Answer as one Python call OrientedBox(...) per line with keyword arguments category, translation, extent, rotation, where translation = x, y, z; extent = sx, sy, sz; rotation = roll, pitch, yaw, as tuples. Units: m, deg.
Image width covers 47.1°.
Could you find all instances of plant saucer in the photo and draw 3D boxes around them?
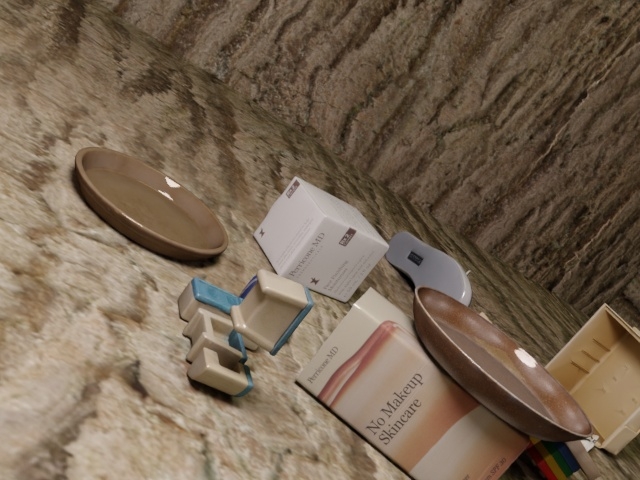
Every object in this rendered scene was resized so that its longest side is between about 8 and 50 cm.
OrientedBox(category="plant saucer", translation=(-0.275, -0.055, 1.187), extent=(0.278, 0.041, 0.278), rotation=(35, 14, -10))
OrientedBox(category="plant saucer", translation=(0.246, 0.180, 1.047), extent=(0.311, 0.050, 0.310), rotation=(36, 13, -9))

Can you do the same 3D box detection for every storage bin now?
OrientedBox(category="storage bin", translation=(0.705, 0.339, 1.792), extent=(0.123, 0.262, 0.260), rotation=(34, 14, -21))

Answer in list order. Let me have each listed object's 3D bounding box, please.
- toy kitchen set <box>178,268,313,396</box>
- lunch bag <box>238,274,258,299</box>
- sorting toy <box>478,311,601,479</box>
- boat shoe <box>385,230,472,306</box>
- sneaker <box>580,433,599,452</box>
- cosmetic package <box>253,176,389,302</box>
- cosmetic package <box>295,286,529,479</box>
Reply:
OrientedBox(category="toy kitchen set", translation=(-0.080, 0.089, 0.932), extent=(0.122, 0.166, 0.207), rotation=(29, 16, -26))
OrientedBox(category="lunch bag", translation=(-0.074, 0.100, 1.110), extent=(0.098, 0.067, 0.065), rotation=(33, 15, -16))
OrientedBox(category="sorting toy", translation=(0.366, 0.300, 1.342), extent=(0.257, 0.089, 0.255), rotation=(51, 5, -35))
OrientedBox(category="boat shoe", translation=(0.307, 0.105, 1.900), extent=(0.156, 0.135, 0.367), rotation=(32, 5, -30))
OrientedBox(category="sneaker", translation=(0.590, 0.443, 1.637), extent=(0.044, 0.040, 0.109), rotation=(40, 14, 22))
OrientedBox(category="cosmetic package", translation=(0.000, 0.000, 1.430), extent=(0.184, 0.151, 0.151), rotation=(23, 20, -39))
OrientedBox(category="cosmetic package", translation=(0.132, 0.222, 1.045), extent=(0.296, 0.153, 0.129), rotation=(37, 13, 7))
